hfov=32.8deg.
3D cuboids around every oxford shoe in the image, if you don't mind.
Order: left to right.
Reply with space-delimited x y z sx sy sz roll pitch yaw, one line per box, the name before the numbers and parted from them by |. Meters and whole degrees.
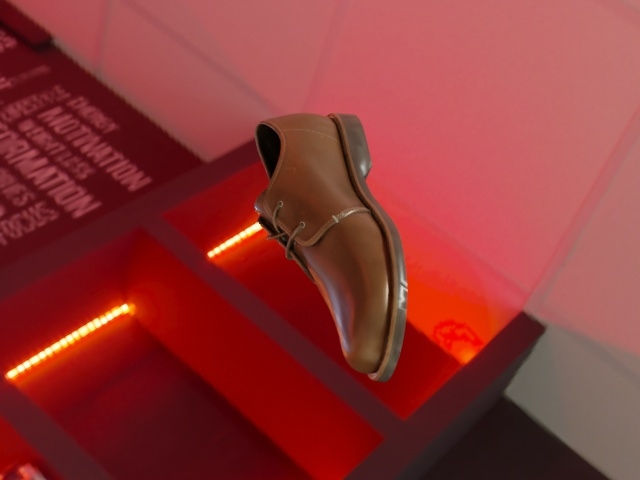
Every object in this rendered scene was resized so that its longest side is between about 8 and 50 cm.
oxford shoe | 0.000 0.000 0.654 0.212 0.076 0.076 -108 -151 -45
